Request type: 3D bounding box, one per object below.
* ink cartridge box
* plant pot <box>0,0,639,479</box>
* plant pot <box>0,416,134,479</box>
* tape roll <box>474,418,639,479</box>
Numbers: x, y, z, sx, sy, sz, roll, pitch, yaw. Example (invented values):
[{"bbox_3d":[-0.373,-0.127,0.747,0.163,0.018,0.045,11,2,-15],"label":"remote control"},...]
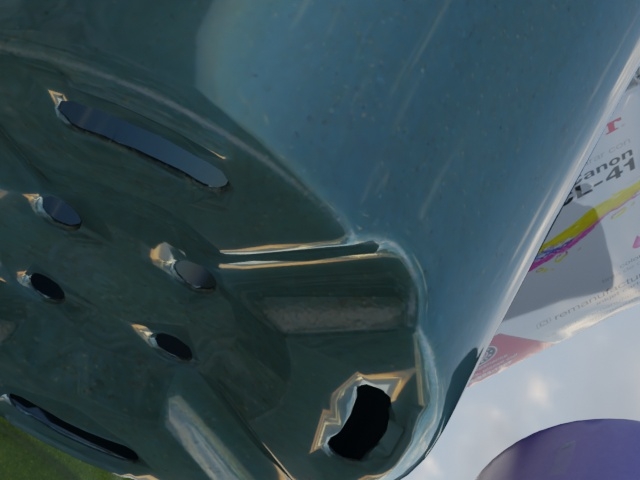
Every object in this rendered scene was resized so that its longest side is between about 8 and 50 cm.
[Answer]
[{"bbox_3d":[0.120,-0.033,1.339,0.306,0.226,0.131,62,2,-61],"label":"ink cartridge box"},{"bbox_3d":[-0.015,-0.098,0.750,0.341,0.341,0.334,-48,-166,55],"label":"plant pot"},{"bbox_3d":[-0.313,0.227,1.097,0.366,0.366,0.353,-44,-152,57],"label":"plant pot"},{"bbox_3d":[0.137,0.182,0.868,0.080,0.189,0.189,-48,161,-56],"label":"tape roll"}]
